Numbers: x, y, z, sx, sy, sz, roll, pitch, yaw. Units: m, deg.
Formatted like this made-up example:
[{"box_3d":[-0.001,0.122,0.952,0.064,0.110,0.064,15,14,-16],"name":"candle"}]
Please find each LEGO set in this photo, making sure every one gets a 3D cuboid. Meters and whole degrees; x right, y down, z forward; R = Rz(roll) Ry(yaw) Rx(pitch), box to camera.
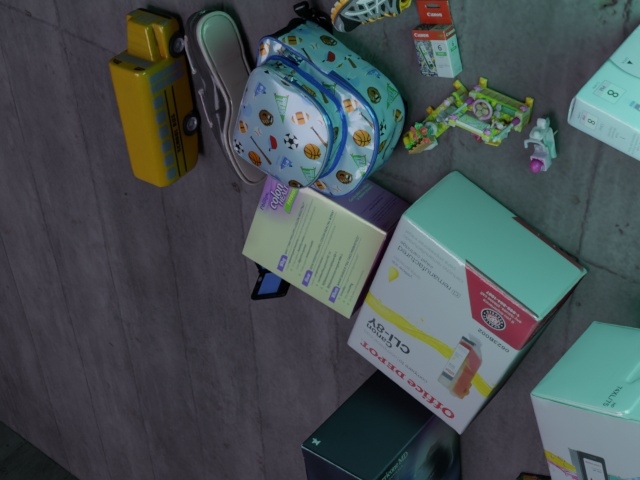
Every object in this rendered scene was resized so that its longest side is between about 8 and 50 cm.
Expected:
[{"box_3d":[0.214,-0.169,1.569,0.287,0.107,0.132,9,128,42],"name":"LEGO set"}]

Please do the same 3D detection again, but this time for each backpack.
[{"box_3d":[-0.001,-0.206,1.696,0.263,0.213,0.276,29,137,10],"name":"backpack"}]

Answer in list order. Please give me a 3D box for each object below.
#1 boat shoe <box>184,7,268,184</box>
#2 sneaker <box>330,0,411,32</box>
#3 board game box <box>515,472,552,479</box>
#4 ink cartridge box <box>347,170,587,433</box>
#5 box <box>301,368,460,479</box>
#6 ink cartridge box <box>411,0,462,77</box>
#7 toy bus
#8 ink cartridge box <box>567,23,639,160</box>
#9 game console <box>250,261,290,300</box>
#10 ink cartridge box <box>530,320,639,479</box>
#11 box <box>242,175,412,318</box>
[{"box_3d":[-0.168,-0.268,1.899,0.095,0.112,0.335,23,134,58],"name":"boat shoe"},{"box_3d":[0.092,-0.369,1.546,0.083,0.084,0.215,48,143,-6],"name":"sneaker"},{"box_3d":[0.503,0.516,1.942,0.260,0.030,0.136,-3,121,48],"name":"board game box"},{"box_3d":[0.235,0.118,1.757,0.279,0.160,0.384,38,142,15],"name":"ink cartridge box"},{"box_3d":[0.130,0.454,2.051,0.183,0.296,0.294,21,136,34],"name":"box"},{"box_3d":[0.174,-0.307,1.556,0.063,0.029,0.115,12,130,41],"name":"ink cartridge box"},{"box_3d":[-0.329,-0.282,2.021,0.108,0.130,0.332,24,137,31],"name":"toy bus"},{"box_3d":[0.453,-0.162,1.257,0.232,0.189,0.066,31,148,25],"name":"ink cartridge box"},{"box_3d":[-0.115,0.062,2.157,0.071,0.107,0.122,35,153,-30],"name":"game console"},{"box_3d":[0.461,0.291,1.486,0.197,0.198,0.270,8,126,44],"name":"ink cartridge box"},{"box_3d":[0.009,-0.019,1.854,0.243,0.117,0.213,30,128,12],"name":"box"}]
